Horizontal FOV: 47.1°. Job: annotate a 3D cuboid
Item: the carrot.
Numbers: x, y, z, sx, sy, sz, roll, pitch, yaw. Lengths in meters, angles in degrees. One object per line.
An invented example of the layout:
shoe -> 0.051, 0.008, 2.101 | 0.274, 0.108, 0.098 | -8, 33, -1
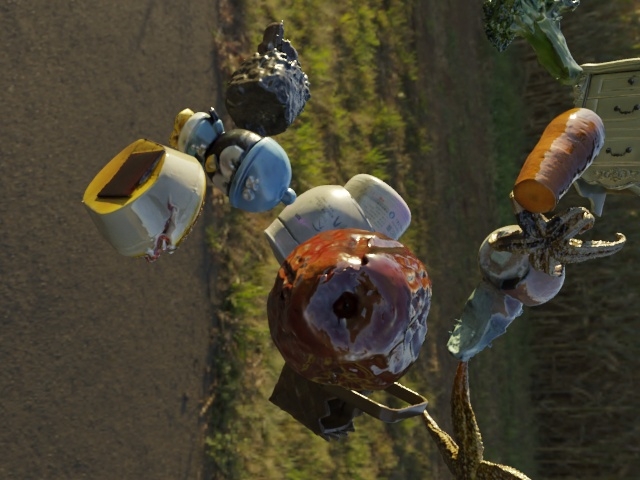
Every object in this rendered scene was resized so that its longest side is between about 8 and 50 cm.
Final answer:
carrot -> 0.338, -0.119, 1.030 | 0.193, 0.087, 0.087 | -44, 127, -38

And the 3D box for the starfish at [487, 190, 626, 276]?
starfish -> 0.353, 0.001, 1.103 | 0.074, 0.189, 0.146 | -60, 162, -46

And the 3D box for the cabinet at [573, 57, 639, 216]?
cabinet -> 0.733, -0.225, 1.675 | 0.227, 0.290, 0.318 | 20, 82, -40

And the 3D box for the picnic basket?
picnic basket -> 0.078, 0.329, 1.729 | 0.254, 0.321, 0.291 | 16, 97, -61

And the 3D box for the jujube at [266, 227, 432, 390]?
jujube -> 0.031, 0.077, 0.847 | 0.290, 0.197, 0.197 | 70, 16, -84

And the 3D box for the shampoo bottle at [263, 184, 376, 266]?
shampoo bottle -> 0.000, 0.000, 2.061 | 0.273, 0.266, 0.273 | 53, -7, 10

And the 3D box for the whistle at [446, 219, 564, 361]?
whistle -> 0.389, 0.110, 1.538 | 0.348, 0.189, 0.189 | -58, 154, 4

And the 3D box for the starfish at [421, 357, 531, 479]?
starfish -> 0.351, 0.475, 1.614 | 0.398, 0.132, 0.384 | 93, -19, -57

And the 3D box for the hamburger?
hamburger -> -0.330, -0.080, 1.404 | 0.227, 0.295, 0.151 | -51, 121, -7

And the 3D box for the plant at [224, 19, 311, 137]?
plant -> -0.124, -0.367, 1.757 | 0.234, 0.178, 0.204 | -79, 151, -42

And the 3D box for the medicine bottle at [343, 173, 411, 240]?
medicine bottle -> 0.115, -0.029, 2.420 | 0.325, 0.256, 0.256 | -49, 138, -16

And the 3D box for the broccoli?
broccoli -> 0.496, -0.465, 1.625 | 0.198, 0.275, 0.177 | -39, 167, -32

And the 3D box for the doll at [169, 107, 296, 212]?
doll -> -0.185, -0.167, 1.590 | 0.141, 0.314, 0.177 | -45, 163, -54
